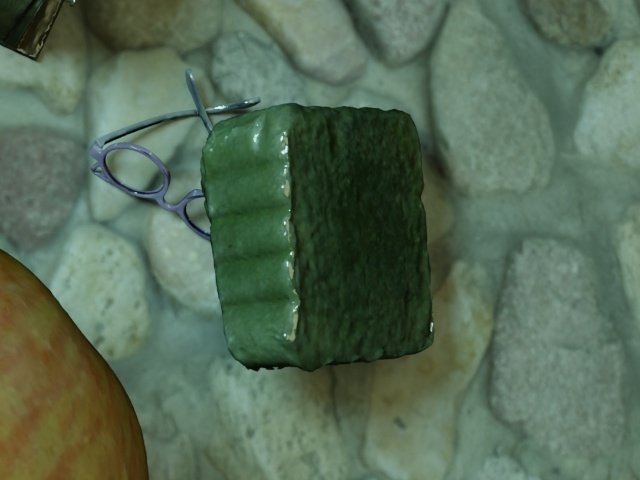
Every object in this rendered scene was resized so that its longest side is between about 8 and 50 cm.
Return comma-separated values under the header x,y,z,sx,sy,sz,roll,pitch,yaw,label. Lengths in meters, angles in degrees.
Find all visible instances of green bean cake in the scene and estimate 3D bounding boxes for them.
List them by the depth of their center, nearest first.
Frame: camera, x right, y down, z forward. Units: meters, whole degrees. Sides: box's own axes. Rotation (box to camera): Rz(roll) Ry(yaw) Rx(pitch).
x,y,z,sx,sy,sz,roll,pitch,yaw,label
0.000,0.000,1.418,0.183,0.094,0.185,-3,84,-55,green bean cake

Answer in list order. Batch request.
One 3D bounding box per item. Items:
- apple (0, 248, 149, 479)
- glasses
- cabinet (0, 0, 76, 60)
x,y,z,sx,sy,sz,roll,pitch,yaw,label
-0.302,0.152,1.193,0.391,0.391,0.346,47,54,-6,apple
-0.094,-0.069,1.469,0.140,0.062,0.104,28,53,-12,glasses
-0.254,-0.243,1.365,0.215,0.175,0.148,24,76,-13,cabinet
